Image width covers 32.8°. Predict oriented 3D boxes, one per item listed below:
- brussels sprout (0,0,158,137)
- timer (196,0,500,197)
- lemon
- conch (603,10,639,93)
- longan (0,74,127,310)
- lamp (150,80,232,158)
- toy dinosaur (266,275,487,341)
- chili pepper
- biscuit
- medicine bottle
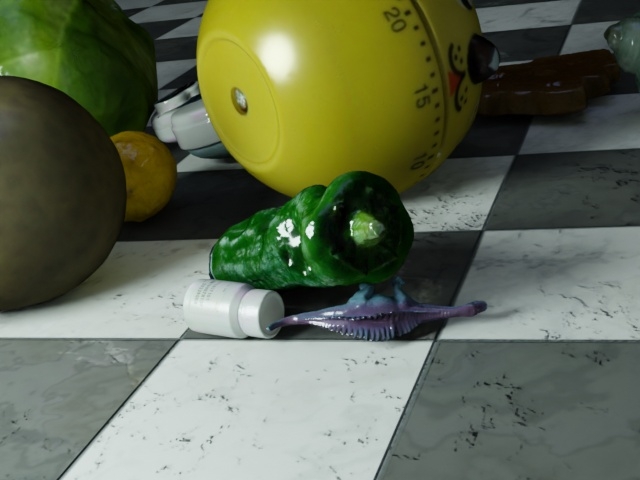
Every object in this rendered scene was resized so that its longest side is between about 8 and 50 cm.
[{"bbox_3d":[-0.406,-0.228,1.584,0.276,0.315,0.371,-28,-24,24],"label":"brussels sprout"},{"bbox_3d":[0.057,-0.228,1.291,0.387,0.376,0.376,-30,29,-31],"label":"timer"},{"bbox_3d":[-0.239,-0.083,1.378,0.114,0.114,0.155,-11,17,-4],"label":"lemon"},{"bbox_3d":[0.500,-0.235,1.400,0.277,0.195,0.220,18,55,3],"label":"conch"},{"bbox_3d":[-0.334,-0.049,1.150,0.258,0.258,0.258,-8,21,3],"label":"longan"},{"bbox_3d":[-0.140,-0.175,1.576,0.246,0.108,0.179,0,26,41],"label":"lamp"},{"bbox_3d":[0.050,0.063,0.978,0.197,0.045,0.080,-5,17,1],"label":"toy dinosaur"},{"bbox_3d":[0.000,0.000,0.999,0.136,0.099,0.270,1,-9,-22],"label":"chili pepper"},{"bbox_3d":[0.331,-0.229,1.599,0.301,0.043,0.278,-20,22,-29],"label":"biscuit"},{"bbox_3d":[-0.082,0.065,1.019,0.089,0.052,0.052,5,26,32],"label":"medicine bottle"}]
